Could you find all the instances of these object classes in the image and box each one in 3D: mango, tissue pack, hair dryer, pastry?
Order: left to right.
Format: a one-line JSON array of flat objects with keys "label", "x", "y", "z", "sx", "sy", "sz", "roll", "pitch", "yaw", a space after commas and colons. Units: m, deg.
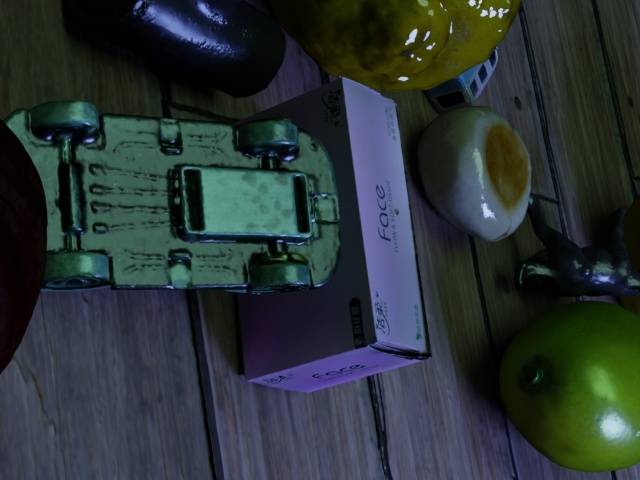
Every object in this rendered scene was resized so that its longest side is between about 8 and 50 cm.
[{"label": "hair dryer", "x": -0.056, "y": -0.223, "z": 1.217, "sx": 0.197, "sy": 0.251, "sz": 0.089, "roll": 24, "pitch": 45, "yaw": -50}, {"label": "tissue pack", "x": 0.000, "y": 0.000, "z": 1.287, "sx": 0.092, "sy": 0.149, "sz": 0.246, "roll": 17, "pitch": 60, "yaw": -50}, {"label": "pastry", "x": 0.171, "y": -0.074, "z": 1.614, "sx": 0.156, "sy": 0.092, "sz": 0.156, "roll": 25, "pitch": 56, "yaw": -43}, {"label": "mango", "x": 0.315, "y": 0.159, "z": 1.643, "sx": 0.192, "sy": 0.156, "sz": 0.343, "roll": 55, "pitch": 26, "yaw": 11}]

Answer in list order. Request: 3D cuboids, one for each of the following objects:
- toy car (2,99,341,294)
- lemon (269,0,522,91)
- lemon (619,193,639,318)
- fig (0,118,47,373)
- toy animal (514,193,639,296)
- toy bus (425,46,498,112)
[{"label": "toy car", "x": -0.130, "y": -0.022, "z": 1.132, "sx": 0.306, "sy": 0.125, "sz": 0.136, "roll": 0, "pitch": 79, "yaw": -32}, {"label": "lemon", "x": 0.071, "y": -0.299, "z": 1.429, "sx": 0.285, "sy": 0.285, "sz": 0.316, "roll": 7, "pitch": 49, "yaw": -54}, {"label": "lemon", "x": 0.519, "y": 0.029, "z": 1.908, "sx": 0.293, "sy": 0.293, "sz": 0.293, "roll": 28, "pitch": 53, "yaw": -46}, {"label": "fig", "x": -0.264, "y": 0.001, "z": 0.851, "sx": 0.235, "sy": 0.214, "sz": 0.235, "roll": 54, "pitch": 15, "yaw": -21}, {"label": "toy animal", "x": 0.322, "y": 0.022, "z": 1.733, "sx": 0.233, "sy": 0.084, "sz": 0.148, "roll": 7, "pitch": 29, "yaw": -26}, {"label": "toy bus", "x": 0.163, "y": -0.204, "z": 1.690, "sx": 0.075, "sy": 0.060, "sz": 0.123, "roll": 61, "pitch": 37, "yaw": -24}]
